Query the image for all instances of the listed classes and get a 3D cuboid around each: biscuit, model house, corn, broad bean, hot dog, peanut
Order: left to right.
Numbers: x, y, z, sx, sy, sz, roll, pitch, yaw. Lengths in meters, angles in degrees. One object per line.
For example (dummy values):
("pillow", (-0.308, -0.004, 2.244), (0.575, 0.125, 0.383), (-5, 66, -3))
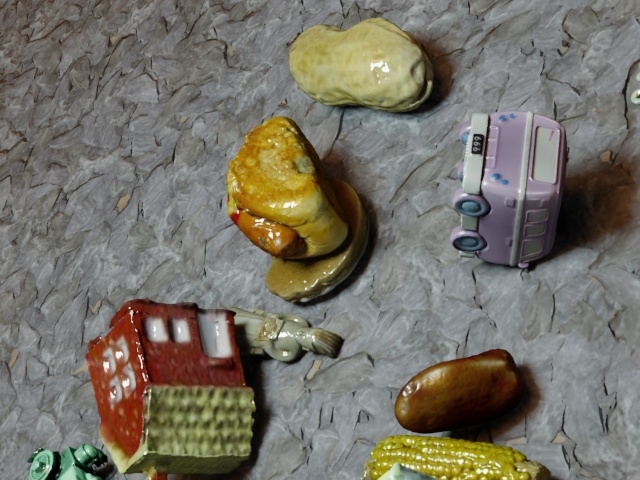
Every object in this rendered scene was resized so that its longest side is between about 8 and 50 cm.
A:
("model house", (-0.211, 0.235, 1.814), (0.160, 0.196, 0.254), (-38, 54, 40))
("hot dog", (-0.064, -0.067, 1.908), (0.153, 0.150, 0.256), (-30, 40, 7))
("biscuit", (0.000, 0.000, 1.935), (0.181, 0.049, 0.208), (-23, 44, 28))
("peanut", (0.058, -0.283, 2.032), (0.313, 0.149, 0.149), (10, 68, 51))
("corn", (0.159, 0.289, 1.552), (0.262, 0.097, 0.097), (-5, 58, 38))
("broad bean", (0.173, 0.194, 1.586), (0.165, 0.114, 0.084), (-9, 36, -15))

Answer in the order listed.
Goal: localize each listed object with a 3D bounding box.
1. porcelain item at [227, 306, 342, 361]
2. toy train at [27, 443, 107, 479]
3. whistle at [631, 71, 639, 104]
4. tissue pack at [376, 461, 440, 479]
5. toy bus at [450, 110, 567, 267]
("porcelain item", (-0.063, 0.143, 1.884), (0.213, 0.054, 0.084), (4, 65, 41))
("toy train", (-0.431, 0.435, 1.944), (0.269, 0.115, 0.154), (-45, 36, 4))
("whistle", (0.518, -0.231, 1.621), (0.253, 0.106, 0.101), (-22, 89, 27))
("tissue pack", (0.084, 0.493, 1.385), (0.287, 0.162, 0.388), (-45, 42, 27))
("toy bus", (0.248, -0.063, 1.663), (0.142, 0.202, 0.142), (5, 60, 7))
